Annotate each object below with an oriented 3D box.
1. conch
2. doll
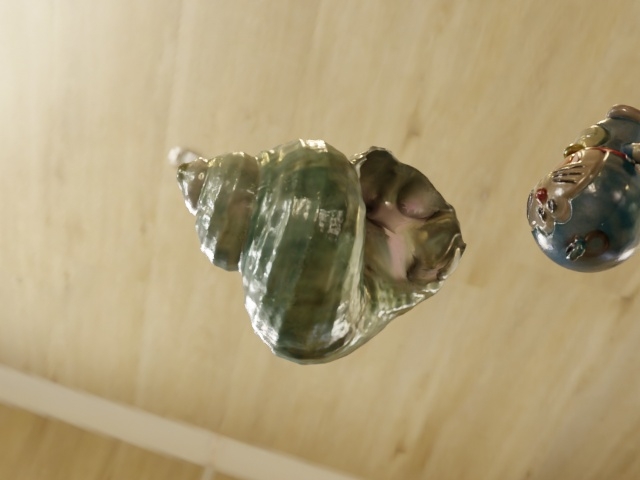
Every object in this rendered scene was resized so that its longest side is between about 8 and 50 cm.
[{"bbox_3d":[0.000,0.000,1.170,0.277,0.220,0.195,21,-21,-15],"label":"conch"},{"bbox_3d":[0.197,-0.034,0.961,0.085,0.152,0.114,37,-44,-6],"label":"doll"}]
